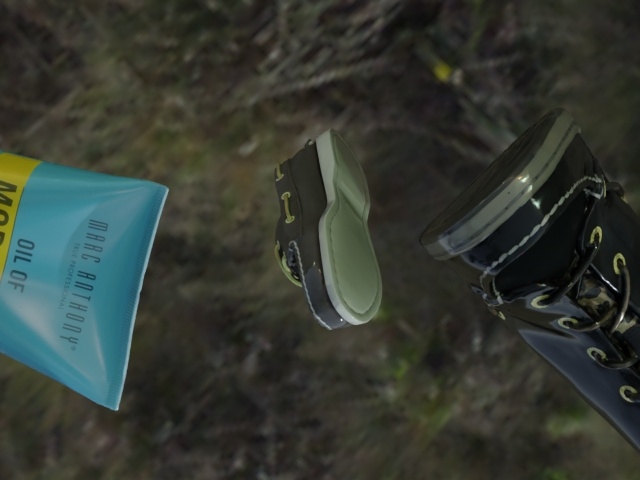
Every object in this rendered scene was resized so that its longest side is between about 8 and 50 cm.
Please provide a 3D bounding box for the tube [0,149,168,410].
[{"bbox_3d":[-0.151,-0.010,0.692,0.207,0.052,0.080,18,106,21],"label":"tube"}]

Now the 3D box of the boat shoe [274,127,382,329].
[{"bbox_3d":[0.000,0.000,1.547,0.068,0.228,0.081,-27,123,18],"label":"boat shoe"}]

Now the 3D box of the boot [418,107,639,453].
[{"bbox_3d":[0.136,0.036,0.855,0.178,0.085,0.236,48,-175,7],"label":"boot"}]
